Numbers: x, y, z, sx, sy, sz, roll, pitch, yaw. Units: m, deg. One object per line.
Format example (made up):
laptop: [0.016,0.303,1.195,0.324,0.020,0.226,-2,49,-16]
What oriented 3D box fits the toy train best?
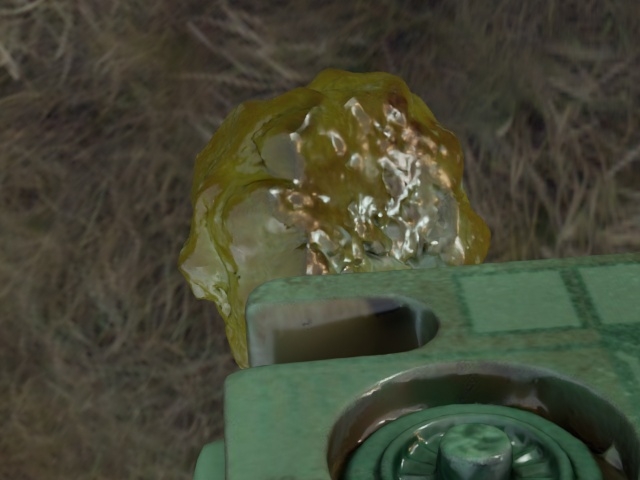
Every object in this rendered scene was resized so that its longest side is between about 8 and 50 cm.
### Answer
toy train: [0.121,0.081,0.454,0.327,0.159,0.129,-5,120,-2]

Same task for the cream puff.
cream puff: [0.001,0.002,1.191,0.185,0.282,0.281,-14,111,46]
